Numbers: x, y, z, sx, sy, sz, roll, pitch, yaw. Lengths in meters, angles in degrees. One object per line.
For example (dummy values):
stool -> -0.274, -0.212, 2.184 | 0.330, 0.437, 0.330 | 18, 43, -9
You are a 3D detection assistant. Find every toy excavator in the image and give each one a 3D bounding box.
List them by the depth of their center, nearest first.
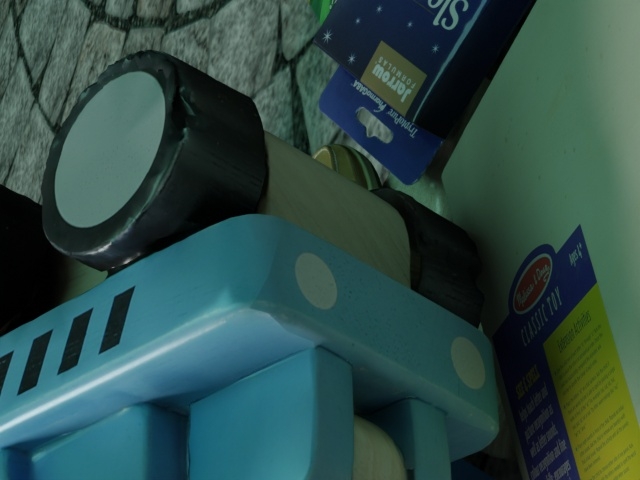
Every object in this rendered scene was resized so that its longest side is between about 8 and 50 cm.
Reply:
toy excavator -> -0.016, 0.140, 0.802 | 0.433, 0.222, 0.445 | -26, 52, 34

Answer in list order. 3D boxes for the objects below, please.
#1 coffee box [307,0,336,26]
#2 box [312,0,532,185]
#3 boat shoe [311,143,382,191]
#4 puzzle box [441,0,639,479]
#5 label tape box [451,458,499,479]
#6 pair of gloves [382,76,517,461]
coffee box -> 0.036, -0.199, 1.301 | 0.113, 0.040, 0.184 | -61, 31, 27
box -> 0.074, -0.159, 1.147 | 0.225, 0.036, 0.136 | -59, 40, 12
boat shoe -> 0.000, 0.000, 1.164 | 0.068, 0.072, 0.190 | -57, 25, 34
puzzle box -> 0.153, 0.001, 0.773 | 0.409, 0.052, 0.272 | 115, 144, -65
label tape box -> -0.071, 0.218, 1.018 | 0.240, 0.334, 0.106 | 28, 134, 36
pair of gloves -> 0.087, 0.004, 1.113 | 0.240, 0.042, 0.204 | 40, 114, 60
